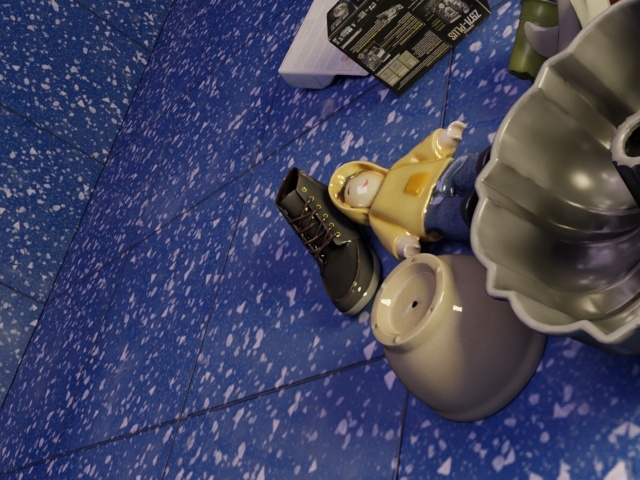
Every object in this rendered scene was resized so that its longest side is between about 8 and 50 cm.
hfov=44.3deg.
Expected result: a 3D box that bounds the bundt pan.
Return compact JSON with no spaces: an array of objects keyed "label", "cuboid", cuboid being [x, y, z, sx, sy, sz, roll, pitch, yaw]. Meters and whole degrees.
[{"label":"bundt pan","cuboid":[0.280,-0.050,0.606,0.331,0.124,0.331,-38,35,33]}]

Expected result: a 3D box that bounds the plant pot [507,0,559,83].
[{"label":"plant pot","cuboid":[0.248,-0.219,0.885,0.079,0.083,0.083,-67,27,7]}]

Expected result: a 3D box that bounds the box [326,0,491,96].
[{"label":"box","cuboid":[0.120,-0.319,1.106,0.180,0.147,0.078,-41,32,31]}]

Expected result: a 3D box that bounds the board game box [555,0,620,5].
[{"label":"board game box","cuboid":[0.318,-0.394,0.830,0.145,0.027,0.281,-141,50,-63]}]

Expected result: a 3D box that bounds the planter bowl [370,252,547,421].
[{"label":"planter bowl","cuboid":[0.118,0.078,0.753,0.162,0.109,0.162,-38,35,33]}]

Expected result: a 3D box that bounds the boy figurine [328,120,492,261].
[{"label":"boy figurine","cuboid":[0.116,-0.060,0.917,0.285,0.092,0.177,11,74,57]}]

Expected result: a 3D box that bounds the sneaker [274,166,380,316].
[{"label":"sneaker","cuboid":[0.000,0.000,1.010,0.083,0.118,0.222,-46,30,22]}]

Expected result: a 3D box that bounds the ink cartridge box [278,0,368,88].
[{"label":"ink cartridge box","cuboid":[0.048,-0.353,1.383,0.224,0.056,0.181,15,74,42]}]

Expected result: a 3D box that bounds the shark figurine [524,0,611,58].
[{"label":"shark figurine","cuboid":[0.235,-0.249,0.785,0.166,0.116,0.278,-28,80,27]}]
